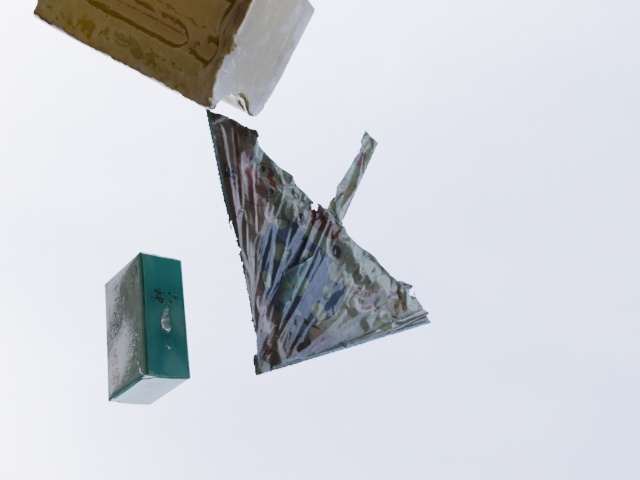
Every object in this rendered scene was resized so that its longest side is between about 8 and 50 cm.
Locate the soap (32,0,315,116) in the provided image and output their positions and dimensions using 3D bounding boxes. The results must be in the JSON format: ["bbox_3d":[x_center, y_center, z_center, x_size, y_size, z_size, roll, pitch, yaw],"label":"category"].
[{"bbox_3d":[-0.149,-0.303,0.880,0.281,0.143,0.259,32,-78,25],"label":"soap"}]

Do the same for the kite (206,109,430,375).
[{"bbox_3d":[0.000,0.000,0.938,0.014,0.406,0.368,-19,-144,46],"label":"kite"}]

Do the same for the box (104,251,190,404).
[{"bbox_3d":[-0.324,0.164,1.494,0.153,0.092,0.245,-35,-127,41],"label":"box"}]
